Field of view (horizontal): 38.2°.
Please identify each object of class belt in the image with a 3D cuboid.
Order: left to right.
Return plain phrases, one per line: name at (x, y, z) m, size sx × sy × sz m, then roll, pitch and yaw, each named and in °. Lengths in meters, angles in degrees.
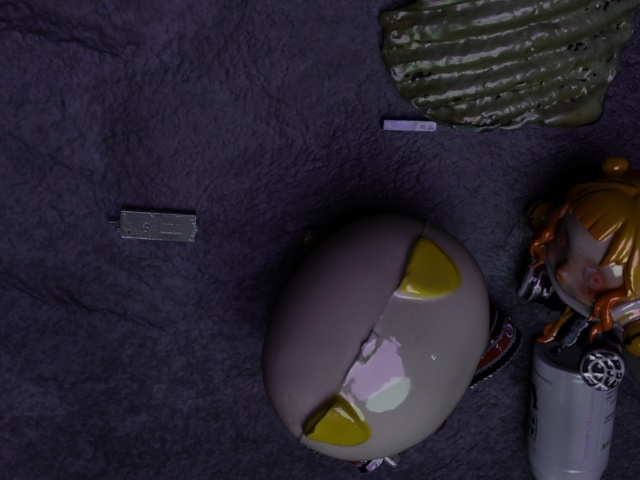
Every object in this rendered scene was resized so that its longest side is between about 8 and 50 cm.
belt at (0.178, 0.245, 1.545) m, size 0.359 × 0.126 × 0.094 m, roll -42°, pitch 104°, yaw 5°

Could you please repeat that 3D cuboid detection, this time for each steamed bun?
steamed bun at (0.080, 0.141, 1.356) m, size 0.334 × 0.334 × 0.374 m, roll 26°, pitch 93°, yaw -19°

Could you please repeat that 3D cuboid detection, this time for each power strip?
power strip at (-0.254, -0.025, 1.404) m, size 0.136 × 0.019 × 0.051 m, roll 3°, pitch 116°, yaw -10°

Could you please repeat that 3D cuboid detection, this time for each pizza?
pizza at (0.000, 0.000, 1.448) m, size 0.083 × 0.025 × 0.078 m, roll -42°, pitch 123°, yaw 5°

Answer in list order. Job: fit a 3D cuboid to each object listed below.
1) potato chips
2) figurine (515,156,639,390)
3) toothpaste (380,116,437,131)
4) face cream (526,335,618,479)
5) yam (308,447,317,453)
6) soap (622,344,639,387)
potato chips at (0.289, -0.328, 1.298) m, size 0.389 × 0.097 × 0.373 m, roll 4°, pitch 126°, yaw -13°
figurine at (0.436, 0.030, 1.381) m, size 0.196 × 0.320 × 0.323 m, roll -8°, pitch 136°, yaw -26°
toothpaste at (0.133, -0.176, 1.391) m, size 0.083 × 0.020 × 0.017 m, roll 0°, pitch 111°, yaw -8°
face cream at (0.431, 0.351, 1.609) m, size 0.145 × 0.145 × 0.369 m, roll -4°, pitch 114°, yaw -7°
yam at (0.002, 0.291, 1.531) m, size 0.084 × 0.127 × 0.084 m, roll -3°, pitch 111°, yaw -9°
soap at (0.733, 0.087, 1.497) m, size 0.435 × 0.213 × 0.350 m, roll 3°, pitch 111°, yaw -10°
